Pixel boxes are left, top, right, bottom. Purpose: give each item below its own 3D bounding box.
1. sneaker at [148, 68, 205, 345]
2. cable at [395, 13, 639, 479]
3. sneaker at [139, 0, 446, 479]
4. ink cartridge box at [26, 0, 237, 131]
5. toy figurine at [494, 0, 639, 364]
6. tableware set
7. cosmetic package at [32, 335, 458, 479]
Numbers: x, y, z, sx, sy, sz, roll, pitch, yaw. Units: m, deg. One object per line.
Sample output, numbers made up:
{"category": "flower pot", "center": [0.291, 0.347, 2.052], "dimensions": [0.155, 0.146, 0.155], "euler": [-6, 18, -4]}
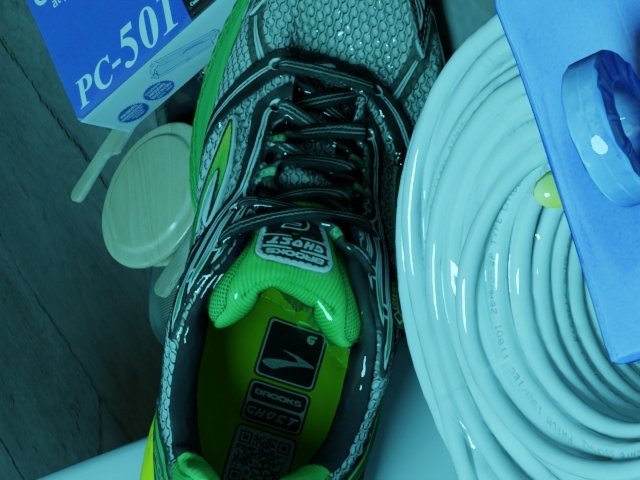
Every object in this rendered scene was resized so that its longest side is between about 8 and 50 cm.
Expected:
{"category": "sneaker", "center": [-0.034, -0.043, 1.091], "dimensions": [0.130, 0.087, 0.227], "euler": [2, 88, 40]}
{"category": "cable", "center": [0.132, 0.022, 0.742], "dimensions": [0.257, 0.089, 0.257], "euler": [-49, 58, 48]}
{"category": "sneaker", "center": [0.000, 0.000, 0.865], "dimensions": [0.146, 0.134, 0.343], "euler": [112, 166, -70]}
{"category": "ink cartridge box", "center": [-0.067, -0.159, 1.005], "dimensions": [0.207, 0.046, 0.097], "euler": [-37, 65, 27]}
{"category": "toy figurine", "center": [0.135, -0.067, 0.503], "dimensions": [0.191, 0.217, 0.362], "euler": [-20, 82, 39]}
{"category": "tableware set", "center": [-0.053, -0.066, 1.028], "dimensions": [0.194, 0.039, 0.128], "euler": [-56, 42, 9]}
{"category": "cosmetic package", "center": [-0.105, 0.240, 0.929], "dimensions": [0.161, 0.453, 0.230], "euler": [103, 146, -66]}
